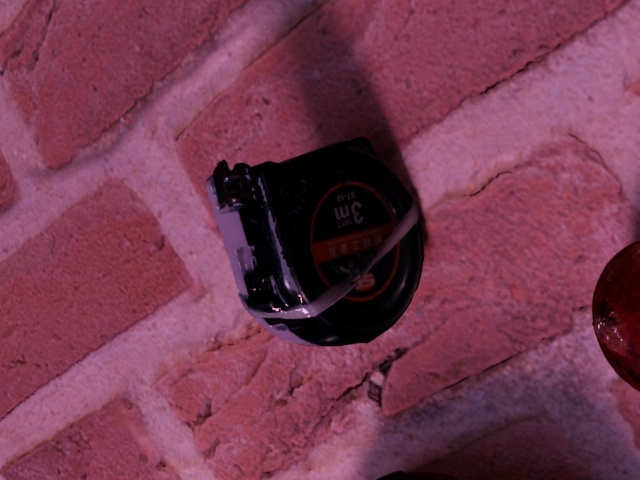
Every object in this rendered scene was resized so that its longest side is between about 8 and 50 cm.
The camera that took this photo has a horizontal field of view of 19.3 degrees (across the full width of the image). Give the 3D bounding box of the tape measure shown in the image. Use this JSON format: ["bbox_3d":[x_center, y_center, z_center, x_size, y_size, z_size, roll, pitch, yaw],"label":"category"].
[{"bbox_3d":[0.001,0.005,1.656,0.107,0.182,0.181,-6,95,47],"label":"tape measure"}]

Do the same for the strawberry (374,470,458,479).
[{"bbox_3d":[0.124,0.360,1.687,0.345,0.295,0.317,-117,33,-54],"label":"strawberry"}]

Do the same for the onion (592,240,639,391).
[{"bbox_3d":[0.270,0.058,1.479,0.131,0.131,0.131,20,123,35],"label":"onion"}]
